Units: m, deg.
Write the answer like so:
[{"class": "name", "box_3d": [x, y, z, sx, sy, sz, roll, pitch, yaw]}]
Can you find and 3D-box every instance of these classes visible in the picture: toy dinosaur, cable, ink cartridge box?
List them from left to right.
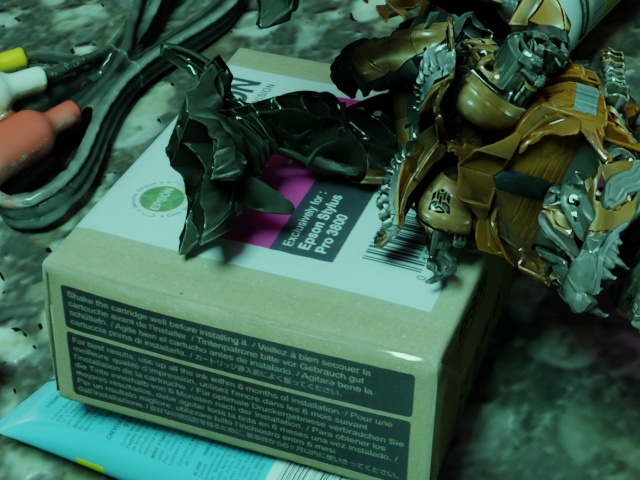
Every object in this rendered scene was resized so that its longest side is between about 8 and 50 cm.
[{"class": "cable", "box_3d": [-0.144, -0.109, 0.796, 0.287, 0.072, 0.139, -36, 60, -23]}, {"class": "ink cartridge box", "box_3d": [0.000, 0.000, 0.644, 0.193, 0.088, 0.234, 13, 38, 15]}, {"class": "toy dinosaur", "box_3d": [0.048, -0.069, 0.581, 0.218, 0.164, 0.322, 2, 16, -24]}]

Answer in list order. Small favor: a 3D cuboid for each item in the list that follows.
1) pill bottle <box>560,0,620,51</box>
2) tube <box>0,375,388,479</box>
[{"class": "pill bottle", "box_3d": [0.170, -0.202, 0.820, 0.103, 0.103, 0.184, 30, 58, 28]}, {"class": "tube", "box_3d": [-0.058, 0.103, 0.620, 0.207, 0.052, 0.080, 19, 38, 25]}]
